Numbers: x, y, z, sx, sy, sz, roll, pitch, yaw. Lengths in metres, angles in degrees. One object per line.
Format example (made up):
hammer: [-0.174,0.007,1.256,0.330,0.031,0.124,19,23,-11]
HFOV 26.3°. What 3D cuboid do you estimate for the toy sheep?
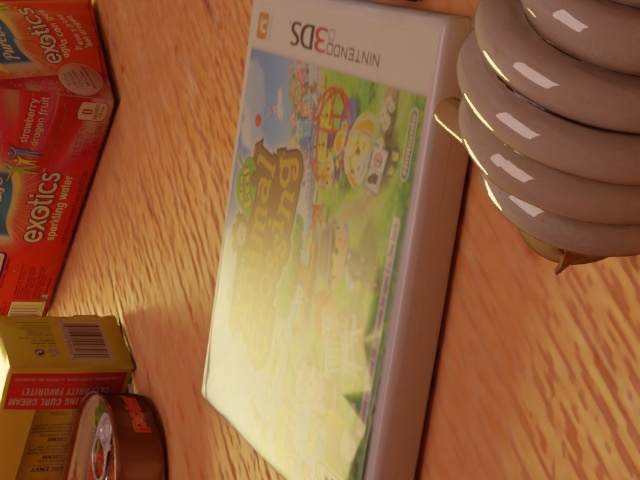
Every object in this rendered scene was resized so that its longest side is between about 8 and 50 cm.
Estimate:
toy sheep: [0.077,-0.046,0.372,0.091,0.091,0.132,-115,21,-45]

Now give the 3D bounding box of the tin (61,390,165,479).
tin: [-0.137,0.181,0.857,0.106,0.040,0.189,51,132,50]

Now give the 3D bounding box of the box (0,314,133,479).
box: [-0.195,0.156,0.928,0.058,0.087,0.232,58,137,47]

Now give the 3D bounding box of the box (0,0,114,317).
box: [-0.250,-0.057,1.020,0.257,0.128,0.122,116,146,-41]

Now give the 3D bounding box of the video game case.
video game case: [0.000,0.000,0.602,0.193,0.023,0.212,-150,66,-63]
